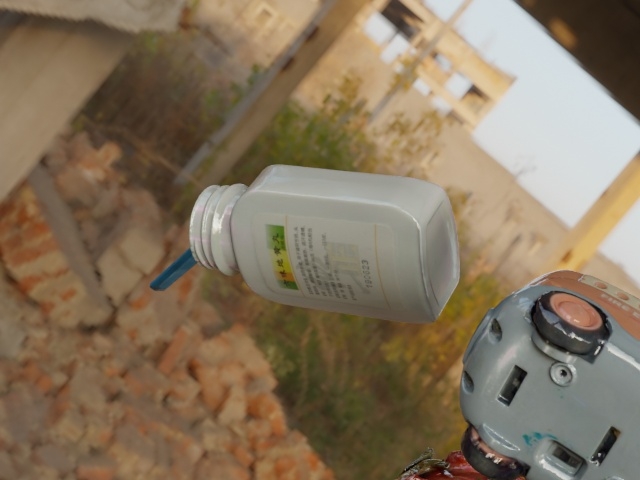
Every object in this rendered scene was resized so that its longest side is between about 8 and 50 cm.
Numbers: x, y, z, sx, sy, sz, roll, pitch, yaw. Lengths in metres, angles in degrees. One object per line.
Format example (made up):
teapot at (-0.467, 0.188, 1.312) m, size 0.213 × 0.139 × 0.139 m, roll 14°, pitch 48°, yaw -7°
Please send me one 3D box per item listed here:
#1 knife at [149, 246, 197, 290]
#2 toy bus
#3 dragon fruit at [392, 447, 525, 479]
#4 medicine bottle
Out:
knife at (-0.211, 0.018, 2.170) m, size 0.044 × 0.296 × 0.026 m, roll 12°, pitch 57°, yaw -34°
toy bus at (0.284, 0.150, 1.251) m, size 0.288 × 0.194 × 0.232 m, roll 31°, pitch 29°, yaw 13°
dragon fruit at (0.195, 0.409, 1.680) m, size 0.291 × 0.250 × 0.269 m, roll -15°, pitch 40°, yaw -31°
medicine bottle at (0.000, 0.000, 1.591) m, size 0.324 × 0.124 × 0.179 m, roll 5°, pitch -51°, yaw 26°
